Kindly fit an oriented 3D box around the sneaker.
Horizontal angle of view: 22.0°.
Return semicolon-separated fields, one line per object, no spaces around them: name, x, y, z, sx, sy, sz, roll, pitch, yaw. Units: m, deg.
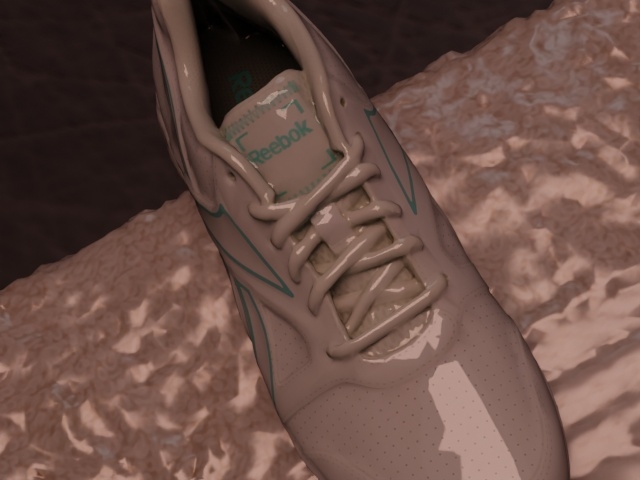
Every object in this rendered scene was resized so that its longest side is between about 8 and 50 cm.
sneaker;0.000;0.000;0.348;0.054;0.061;0.152;-31;65;-5

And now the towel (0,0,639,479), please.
towel;0.017;0.057;0.377;0.282;0.049;0.187;-29;65;-1
